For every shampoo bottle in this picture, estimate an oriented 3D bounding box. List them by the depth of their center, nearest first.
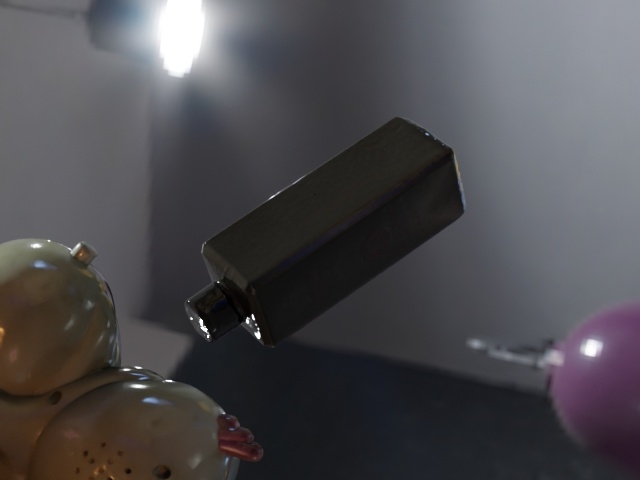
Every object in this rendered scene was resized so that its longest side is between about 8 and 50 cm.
[{"bbox_3d":[0.000,0.000,1.472,0.246,0.079,0.080,-34,-45,-17],"label":"shampoo bottle"}]

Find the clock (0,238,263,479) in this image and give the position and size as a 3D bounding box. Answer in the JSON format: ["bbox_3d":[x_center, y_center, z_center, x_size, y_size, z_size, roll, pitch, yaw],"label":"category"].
[{"bbox_3d":[-0.123,0.090,0.855,0.144,0.231,0.103,-46,-17,9],"label":"clock"}]
